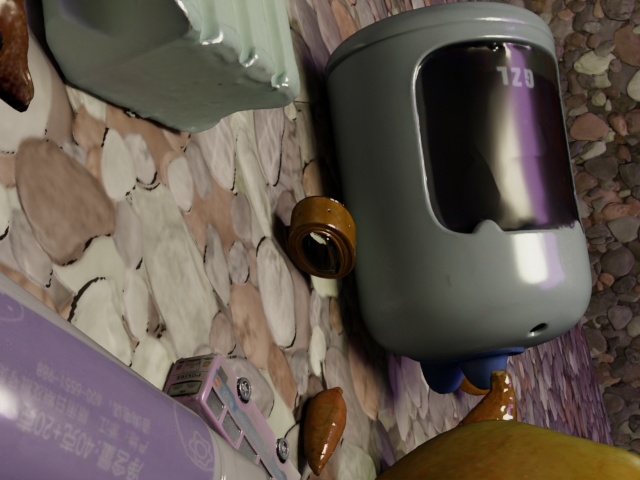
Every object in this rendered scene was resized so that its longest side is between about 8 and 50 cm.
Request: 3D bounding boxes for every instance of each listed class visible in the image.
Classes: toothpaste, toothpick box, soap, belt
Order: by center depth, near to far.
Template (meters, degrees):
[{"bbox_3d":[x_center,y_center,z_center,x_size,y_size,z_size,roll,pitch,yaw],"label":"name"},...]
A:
[{"bbox_3d":[-0.142,0.052,0.377,0.371,0.079,0.125,48,35,-45],"label":"toothpaste"},{"bbox_3d":[-0.104,-0.231,0.609,0.173,0.095,0.290,18,62,-66],"label":"soap"},{"bbox_3d":[0.000,0.000,0.811,0.083,0.059,0.036,71,19,-51],"label":"belt"},{"bbox_3d":[0.134,-0.026,0.963,0.263,0.263,0.355,22,59,-67],"label":"toothpick box"}]

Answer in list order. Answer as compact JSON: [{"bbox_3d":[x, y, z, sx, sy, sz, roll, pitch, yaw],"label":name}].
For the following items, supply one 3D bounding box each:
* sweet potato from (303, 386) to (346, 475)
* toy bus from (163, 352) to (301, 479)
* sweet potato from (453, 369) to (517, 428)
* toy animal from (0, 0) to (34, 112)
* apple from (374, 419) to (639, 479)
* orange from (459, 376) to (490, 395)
[{"bbox_3d":[0.003,0.148,0.767,0.095,0.034,0.034,-74,146,-54],"label":"sweet potato"},{"bbox_3d":[-0.055,0.129,0.613,0.052,0.036,0.131,-74,145,-49],"label":"toy bus"},{"bbox_3d":[0.117,0.290,0.866,0.112,0.112,0.359,27,77,-65],"label":"sweet potato"},{"bbox_3d":[-0.103,-0.169,0.387,0.260,0.087,0.244,-36,150,-49],"label":"toy animal"},{"bbox_3d":[0.154,0.284,0.641,0.305,0.338,0.339,-56,133,-39],"label":"apple"},{"bbox_3d":[0.203,0.161,1.250,0.083,0.070,0.083,4,90,-72],"label":"orange"}]
